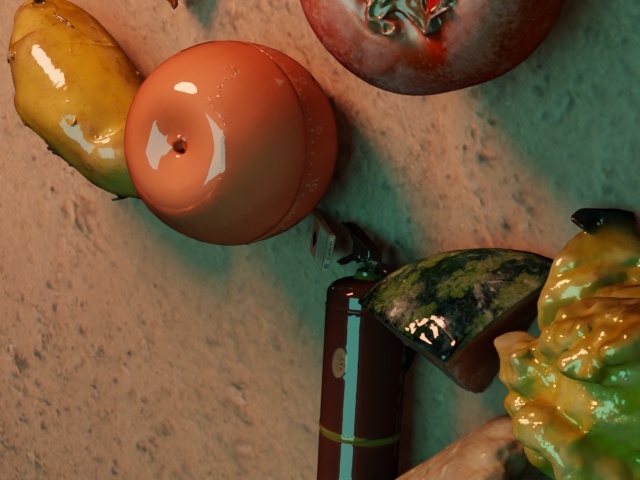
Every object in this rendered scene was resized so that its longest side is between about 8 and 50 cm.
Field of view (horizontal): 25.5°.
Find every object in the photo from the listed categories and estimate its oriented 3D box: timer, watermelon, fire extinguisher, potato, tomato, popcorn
[{"bbox_3d":[-0.097,-0.109,1.574,0.230,0.215,0.229,4,99,31],"label":"timer"},{"bbox_3d":[0.158,0.071,1.493,0.202,0.207,0.136,96,150,-67],"label":"watermelon"},{"bbox_3d":[0.043,0.153,1.604,0.141,0.105,0.341,14,103,54],"label":"fire extinguisher"},{"bbox_3d":[-0.284,-0.173,1.718,0.140,0.173,0.300,-45,71,28],"label":"potato"},{"bbox_3d":[0.111,-0.281,1.368,0.270,0.227,0.270,14,125,20],"label":"tomato"},{"bbox_3d":[0.292,0.140,1.320,0.293,0.293,0.237,21,118,31],"label":"popcorn"}]

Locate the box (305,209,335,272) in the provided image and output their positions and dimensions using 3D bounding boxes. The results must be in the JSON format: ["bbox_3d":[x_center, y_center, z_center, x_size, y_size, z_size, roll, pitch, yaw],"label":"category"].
[{"bbox_3d":[0.000,0.000,1.620,0.083,0.012,0.046,-120,37,-65],"label":"box"}]

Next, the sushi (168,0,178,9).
[{"bbox_3d":[-0.165,-0.331,1.660,0.060,0.061,0.118,19,111,44],"label":"sushi"}]

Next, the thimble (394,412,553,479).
[{"bbox_3d":[0.201,0.331,1.422,0.195,0.291,0.291,-41,77,42],"label":"thimble"}]
